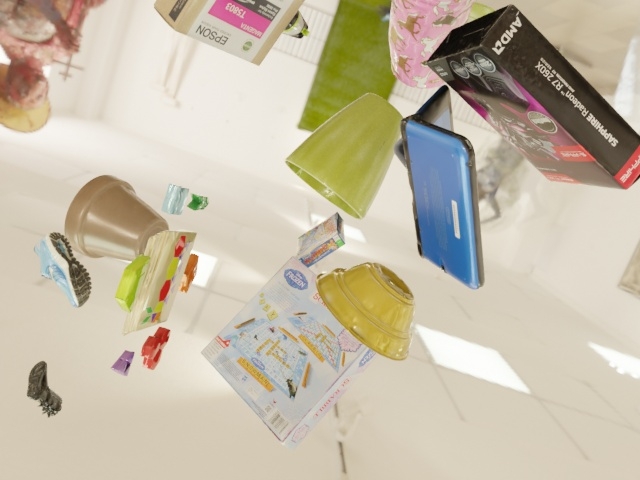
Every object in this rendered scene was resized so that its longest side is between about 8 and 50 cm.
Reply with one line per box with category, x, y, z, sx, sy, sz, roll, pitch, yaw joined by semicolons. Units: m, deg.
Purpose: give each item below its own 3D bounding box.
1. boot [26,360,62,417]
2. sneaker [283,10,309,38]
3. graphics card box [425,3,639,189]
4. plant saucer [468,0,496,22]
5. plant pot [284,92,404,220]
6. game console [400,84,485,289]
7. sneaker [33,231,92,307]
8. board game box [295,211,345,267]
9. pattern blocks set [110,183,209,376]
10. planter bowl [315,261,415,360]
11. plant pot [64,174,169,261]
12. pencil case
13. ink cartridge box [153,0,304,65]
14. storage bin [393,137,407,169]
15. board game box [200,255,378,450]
boot;-0.693;0.378;1.530;0.121;0.045;0.099;-107;-7;-49
sneaker;-0.110;-0.502;1.330;0.235;0.084;0.097;47;-166;33
graphics card box;0.382;-0.240;1.075;0.371;0.094;0.233;39;180;-16
plant saucer;0.366;-0.610;1.606;0.241;0.037;0.241;17;-165;-5
plant pot;0.096;-0.253;1.686;0.275;0.293;0.275;38;178;2
game console;0.255;-0.104;1.099;0.173;0.293;0.250;-25;-147;-18
sneaker;-0.532;0.065;1.243;0.073;0.162;0.063;-23;-175;17
board game box;0.000;0.000;1.590;0.035;0.136;0.201;54;-169;-15
pattern blocks set;-0.266;0.066;1.000;0.026;0.325;0.285;20;174;7
planter bowl;0.102;0.103;1.074;0.217;0.090;0.217;36;-163;-13
plant pot;-0.593;-0.037;1.825;0.229;0.263;0.263;25;-169;17
pencil case;0.231;-0.457;1.235;0.160;0.167;0.386;31;174;11
ink cartridge box;-0.155;-0.452;1.120;0.088;0.193;0.235;51;-155;24
storage bin;0.266;-0.212;1.506;0.135;0.098;0.091;53;-151;15
board game box;-0.061;0.237;1.353;0.319;0.318;0.066;37;169;37
